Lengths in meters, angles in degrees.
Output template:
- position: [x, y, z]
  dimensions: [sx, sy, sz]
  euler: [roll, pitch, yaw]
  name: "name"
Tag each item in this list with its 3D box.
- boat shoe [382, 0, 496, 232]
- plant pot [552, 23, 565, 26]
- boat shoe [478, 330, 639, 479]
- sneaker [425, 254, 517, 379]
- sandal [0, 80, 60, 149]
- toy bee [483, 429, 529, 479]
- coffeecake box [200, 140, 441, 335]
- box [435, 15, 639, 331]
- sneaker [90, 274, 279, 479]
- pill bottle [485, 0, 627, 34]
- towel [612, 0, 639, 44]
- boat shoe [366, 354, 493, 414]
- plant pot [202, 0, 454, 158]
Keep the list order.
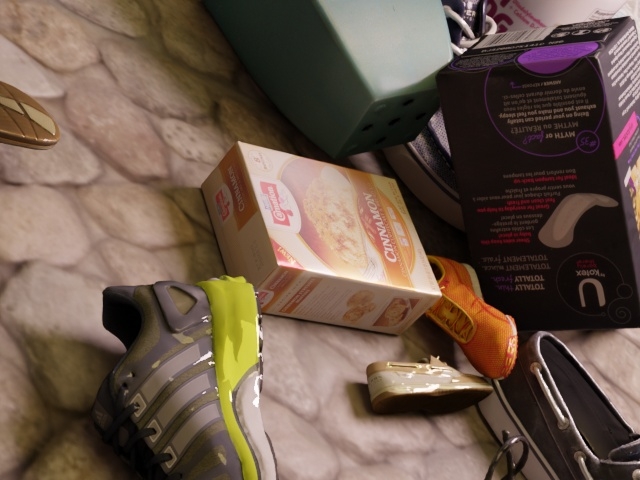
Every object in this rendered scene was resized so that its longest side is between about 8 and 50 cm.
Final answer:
- position: [0.129, -0.179, 1.652]
  dimensions: [0.127, 0.158, 0.340]
  euler: [1, 51, -45]
  name: "boat shoe"
- position: [0.322, -0.101, 1.693]
  dimensions: [0.274, 0.256, 0.256]
  euler: [41, 33, 8]
  name: "plant pot"
- position: [0.267, 0.214, 1.403]
  dimensions: [0.108, 0.102, 0.301]
  euler: [-13, 61, -51]
  name: "boat shoe"
- position: [0.129, 0.073, 1.447]
  dimensions: [0.067, 0.064, 0.175]
  euler: [12, 22, -27]
  name: "sneaker"
- position: [-0.298, -0.095, 1.239]
  dimensions: [0.180, 0.049, 0.072]
  euler: [4, 42, -23]
  name: "sandal"
- position: [0.047, 0.249, 1.053]
  dimensions: [0.162, 0.298, 0.195]
  euler: [16, 3, 28]
  name: "toy bee"
- position: [0.000, 0.000, 1.405]
  dimensions: [0.185, 0.068, 0.142]
  euler: [11, 45, -37]
  name: "coffeecake box"
- position: [0.231, -0.062, 1.507]
  dimensions: [0.143, 0.165, 0.270]
  euler: [-41, 124, -56]
  name: "box"
- position: [-0.104, 0.149, 1.126]
  dimensions: [0.121, 0.111, 0.300]
  euler: [6, 45, -16]
  name: "sneaker"
- position: [0.259, -0.292, 1.795]
  dimensions: [0.160, 0.283, 0.160]
  euler: [26, 36, -21]
  name: "pill bottle"
- position: [0.487, -0.193, 2.095]
  dimensions: [0.320, 0.090, 0.374]
  euler: [-8, 57, -45]
  name: "towel"
- position: [0.097, 0.124, 1.379]
  dimensions: [0.135, 0.050, 0.045]
  euler: [6, 53, -41]
  name: "boat shoe"
- position: [0.021, -0.210, 1.557]
  dimensions: [0.165, 0.166, 0.234]
  euler: [-14, 67, -32]
  name: "plant pot"
